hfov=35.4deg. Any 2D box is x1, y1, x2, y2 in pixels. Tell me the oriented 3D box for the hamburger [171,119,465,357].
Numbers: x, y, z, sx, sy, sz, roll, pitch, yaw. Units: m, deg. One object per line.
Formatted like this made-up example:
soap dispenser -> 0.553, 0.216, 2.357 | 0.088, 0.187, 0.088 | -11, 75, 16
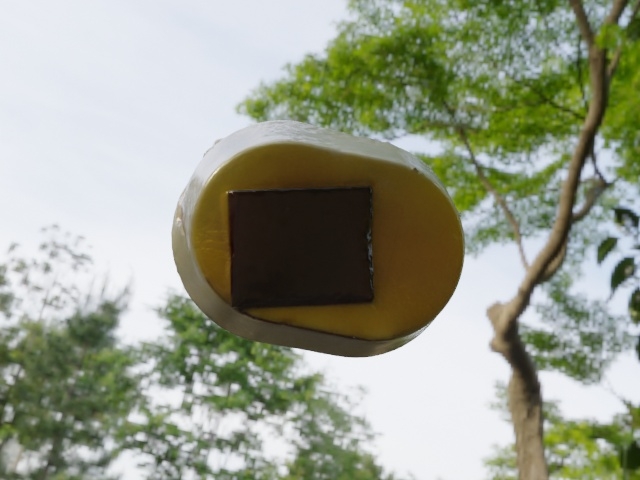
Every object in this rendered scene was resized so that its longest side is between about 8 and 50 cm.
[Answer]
hamburger -> 0.000, 0.000, 1.014 | 0.295, 0.227, 0.151 | 14, -3, -11
